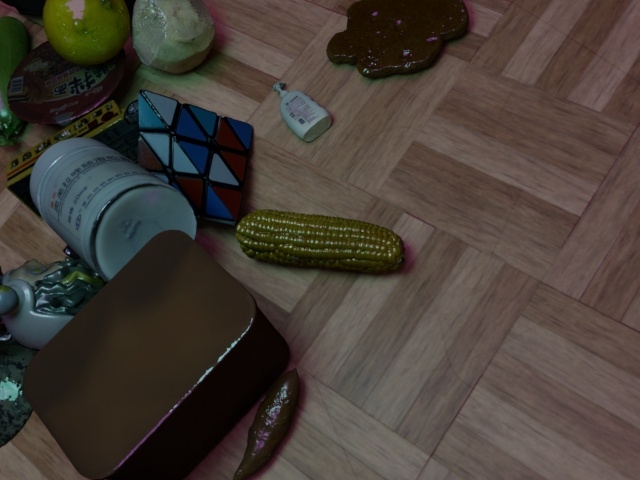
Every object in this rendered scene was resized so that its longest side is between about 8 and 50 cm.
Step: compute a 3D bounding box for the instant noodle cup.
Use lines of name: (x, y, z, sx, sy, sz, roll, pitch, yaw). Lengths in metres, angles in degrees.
instant noodle cup: (-0.538, -0.333, 1.526, 0.274, 0.091, 0.274, -5, 60, 8)

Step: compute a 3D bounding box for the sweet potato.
sweet potato: (-0.084, 0.299, 1.121, 0.068, 0.060, 0.206, 1, 60, 58)

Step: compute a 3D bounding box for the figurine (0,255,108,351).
figurine: (-0.545, 0.103, 1.239, 0.382, 0.261, 0.186, 1, 107, -2)

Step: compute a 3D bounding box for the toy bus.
toy bus: (-0.467, -0.182, 1.426, 0.335, 0.121, 0.123, -31, 48, 0)

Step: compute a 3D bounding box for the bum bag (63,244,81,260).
bum bag: (-0.452, 0.032, 1.364, 0.124, 0.034, 0.058, 33, 66, 26)

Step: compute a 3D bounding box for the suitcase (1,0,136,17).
suitcase: (-0.575, -0.663, 1.642, 0.434, 0.194, 0.283, 6, 67, 18)

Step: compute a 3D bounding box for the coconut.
coconut: (-0.313, -0.443, 1.476, 0.194, 0.194, 0.194, -6, 64, 13)

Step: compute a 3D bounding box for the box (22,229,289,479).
box: (-0.243, 0.199, 1.113, 0.239, 0.229, 0.339, 39, 80, 27)

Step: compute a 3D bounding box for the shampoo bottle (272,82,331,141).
shampoo bottle: (-0.049, -0.264, 1.385, 0.077, 0.045, 0.152, -41, 63, -3)

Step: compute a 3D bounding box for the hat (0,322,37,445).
hat: (-0.654, 0.255, 1.264, 0.265, 0.128, 0.265, -5, 68, 13)

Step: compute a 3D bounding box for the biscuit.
biscuit: (0.153, -0.416, 1.403, 0.290, 0.041, 0.208, -16, 61, 9)

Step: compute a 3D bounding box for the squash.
squash: (-0.719, -0.374, 1.601, 0.101, 0.101, 0.378, -15, 63, 9)

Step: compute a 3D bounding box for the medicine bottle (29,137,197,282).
medicine bottle: (-0.379, -0.059, 1.244, 0.190, 0.190, 0.332, -50, 43, -10)

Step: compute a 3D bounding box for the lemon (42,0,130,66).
lemon: (-0.477, -0.446, 1.424, 0.173, 0.206, 0.173, 0, 89, -19)

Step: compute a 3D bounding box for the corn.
corn: (-0.002, 0.000, 1.213, 0.313, 0.102, 0.102, 5, 66, 18)

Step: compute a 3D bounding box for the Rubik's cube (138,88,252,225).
Rubik's cube: (-0.187, -0.118, 1.308, 0.250, 0.284, 0.234, -17, 54, -33)
